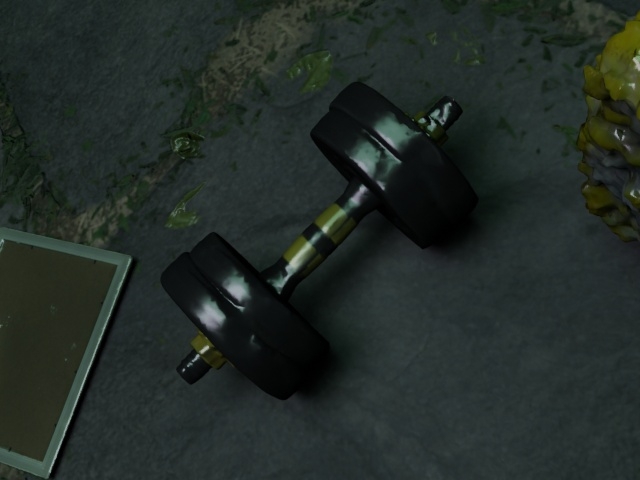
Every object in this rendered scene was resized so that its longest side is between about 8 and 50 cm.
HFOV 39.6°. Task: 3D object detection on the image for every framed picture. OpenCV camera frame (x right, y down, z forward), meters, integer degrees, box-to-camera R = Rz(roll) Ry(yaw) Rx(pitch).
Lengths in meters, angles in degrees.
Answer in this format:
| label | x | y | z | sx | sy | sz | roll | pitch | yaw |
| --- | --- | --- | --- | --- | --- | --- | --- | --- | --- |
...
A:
| label | x | y | z | sx | sy | sz | roll | pitch | yaw |
| --- | --- | --- | --- | --- | --- | --- | --- | --- | --- |
| framed picture | -0.355 | 0.126 | 1.071 | 0.216 | 0.016 | 0.273 | 12 | 74 | 24 |

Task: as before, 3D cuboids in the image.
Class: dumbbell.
| label | x | y | z | sx | sy | sz | roll | pitch | yaw |
| --- | --- | --- | --- | --- | --- | --- | --- | --- | --- |
| dumbbell | 0.000 | 0.000 | 0.894 | 0.388 | 0.185 | 0.185 | -46 | 60 | -1 |

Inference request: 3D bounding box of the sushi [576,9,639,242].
| label | x | y | z | sx | sy | sz | roll | pitch | yaw |
| --- | --- | --- | --- | --- | --- | --- | --- | --- | --- |
| sushi | 0.370 | -0.010 | 0.636 | 0.240 | 0.396 | 0.351 | -34 | 70 | 3 |
